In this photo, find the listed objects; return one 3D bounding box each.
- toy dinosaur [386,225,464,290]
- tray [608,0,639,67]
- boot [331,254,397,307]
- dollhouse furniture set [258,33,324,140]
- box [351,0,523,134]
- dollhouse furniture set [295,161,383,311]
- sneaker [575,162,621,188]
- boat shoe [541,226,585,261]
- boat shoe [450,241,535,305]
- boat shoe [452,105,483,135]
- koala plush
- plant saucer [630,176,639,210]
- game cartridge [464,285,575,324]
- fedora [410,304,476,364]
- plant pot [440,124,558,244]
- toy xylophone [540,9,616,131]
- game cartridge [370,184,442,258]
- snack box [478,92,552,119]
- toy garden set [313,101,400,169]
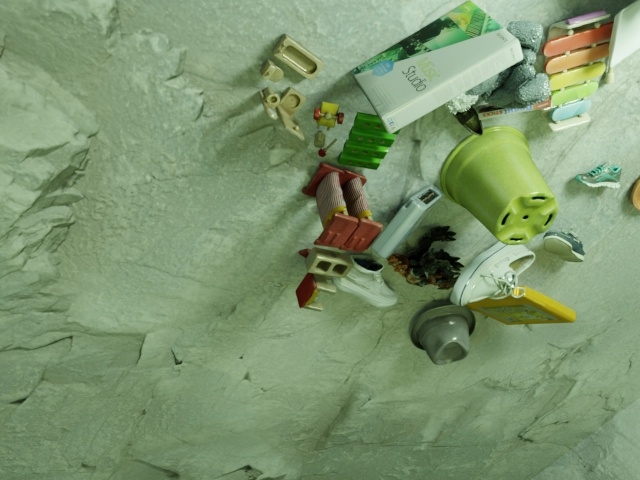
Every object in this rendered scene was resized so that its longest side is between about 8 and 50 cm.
[{"bbox_3d":[0.325,0.079,1.807,0.321,0.164,0.218,-1,148,-40],"label":"toy dinosaur"},{"bbox_3d":[0.790,-0.545,1.419,0.270,0.030,0.145,-34,137,-21],"label":"tray"},{"bbox_3d":[0.167,0.126,1.820,0.258,0.095,0.123,20,129,-30],"label":"boot"},{"bbox_3d":[-0.060,-0.344,1.307,0.144,0.123,0.151,26,118,-35],"label":"dollhouse furniture set"},{"bbox_3d":[0.247,-0.392,1.293,0.322,0.232,0.058,-28,134,7],"label":"box"},{"bbox_3d":[0.000,0.000,1.594,0.152,0.201,0.374,12,132,-27],"label":"dollhouse furniture set"},{"bbox_3d":[0.863,-0.205,1.795,0.166,0.065,0.076,0,114,-22],"label":"sneaker"},{"bbox_3d":[0.813,0.006,1.929,0.254,0.079,0.095,21,162,-38],"label":"boat shoe"},{"bbox_3d":[0.557,0.118,1.791,0.367,0.156,0.136,-27,135,-39],"label":"boat shoe"},{"bbox_3d":[0.385,-0.330,1.519,0.152,0.049,0.056,30,117,-36],"label":"boat shoe"},{"bbox_3d":[0.393,-0.391,1.381,0.221,0.196,0.203,-7,176,-6],"label":"koala plush"},{"bbox_3d":[1.108,-0.184,1.902,0.199,0.037,0.200,-9,132,-10],"label":"plant saucer"},{"bbox_3d":[0.665,0.228,2.003,0.323,0.053,0.285,21,159,-33],"label":"game cartridge"},{"bbox_3d":[0.453,0.360,2.084,0.243,0.124,0.275,-7,140,-5],"label":"fedora"},{"bbox_3d":[0.507,-0.133,1.596,0.276,0.254,0.276,-9,133,-10],"label":"plant pot"},{"bbox_3d":[0.673,-0.448,1.489,0.236,0.081,0.323,-23,134,1],"label":"toy xylophone"},{"bbox_3d":[0.236,-0.049,1.586,0.062,0.297,0.198,37,114,11],"label":"game cartridge"},{"bbox_3d":[0.498,-0.344,1.485,0.178,0.064,0.022,-7,119,23],"label":"snack box"},{"bbox_3d":[0.073,-0.261,1.428,0.203,0.049,0.244,9,161,-7],"label":"toy garden set"}]
